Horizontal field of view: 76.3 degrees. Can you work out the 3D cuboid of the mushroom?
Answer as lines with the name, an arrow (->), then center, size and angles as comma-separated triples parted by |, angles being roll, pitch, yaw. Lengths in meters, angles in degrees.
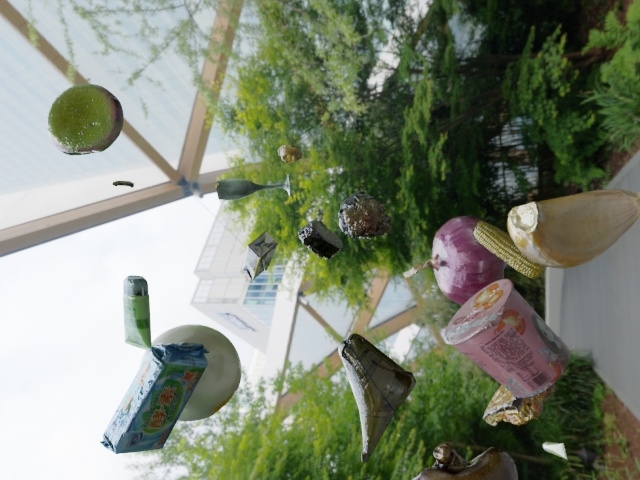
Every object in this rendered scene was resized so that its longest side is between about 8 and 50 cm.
mushroom -> 0.293, 0.510, 0.813 | 0.138, 0.231, 0.194 | -115, 6, -62

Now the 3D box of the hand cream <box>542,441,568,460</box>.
hand cream -> 0.539, 0.479, 0.934 | 0.102, 0.022, 0.035 | 80, -173, -69

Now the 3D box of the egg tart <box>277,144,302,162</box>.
egg tart -> -0.154, -0.429, 2.052 | 0.129, 0.128, 0.049 | 52, -143, -50

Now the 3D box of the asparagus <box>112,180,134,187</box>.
asparagus -> -0.734, -0.210, 1.522 | 0.021, 0.025, 0.108 | -57, -10, 13

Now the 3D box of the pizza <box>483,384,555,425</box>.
pizza -> 0.753, 0.557, 1.503 | 0.409, 0.114, 0.277 | -56, -11, 14

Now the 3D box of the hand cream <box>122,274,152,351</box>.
hand cream -> -0.432, 0.170, 0.955 | 0.046, 0.095, 0.175 | -13, -72, -64

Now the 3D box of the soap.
soap -> -0.386, 0.372, 0.967 | 0.293, 0.077, 0.156 | -63, -31, -7

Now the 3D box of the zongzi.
zongzi -> 0.113, 0.460, 1.228 | 0.289, 0.260, 0.123 | -52, -9, -10

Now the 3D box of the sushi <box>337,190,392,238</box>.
sushi -> 0.201, -0.107, 1.896 | 0.225, 0.238, 0.219 | 60, -177, -10

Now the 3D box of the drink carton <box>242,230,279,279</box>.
drink carton -> -0.166, 0.046, 1.114 | 0.071, 0.056, 0.166 | -39, -10, -28

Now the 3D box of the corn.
corn -> 0.560, 0.027, 1.213 | 0.080, 0.231, 0.080 | -47, -18, -21

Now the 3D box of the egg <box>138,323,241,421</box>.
egg -> -0.391, 0.391, 1.225 | 0.345, 0.283, 0.283 | 72, -156, -66

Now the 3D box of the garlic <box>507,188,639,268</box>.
garlic -> 0.483, -0.035, 0.782 | 0.164, 0.244, 0.145 | 73, -177, -53

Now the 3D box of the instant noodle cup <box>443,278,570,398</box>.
instant noodle cup -> 0.499, 0.264, 1.085 | 0.231, 0.243, 0.243 | 43, -149, 4

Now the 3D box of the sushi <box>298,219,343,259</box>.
sushi -> 0.000, 0.000, 1.272 | 0.150, 0.078, 0.091 | 33, -152, -42

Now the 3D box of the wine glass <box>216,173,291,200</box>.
wine glass -> -0.274, -0.149, 1.706 | 0.096, 0.309, 0.264 | 97, 167, -65

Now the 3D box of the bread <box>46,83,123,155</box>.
bread -> -0.691, -0.356, 1.191 | 0.033, 0.228, 0.229 | 100, 172, -80

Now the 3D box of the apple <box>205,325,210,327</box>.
apple -> -0.480, 0.460, 1.532 | 0.306, 0.305, 0.235 | -45, -58, -57

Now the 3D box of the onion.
onion -> 0.565, 0.082, 1.628 | 0.344, 0.358, 0.358 | -6, -87, -28
